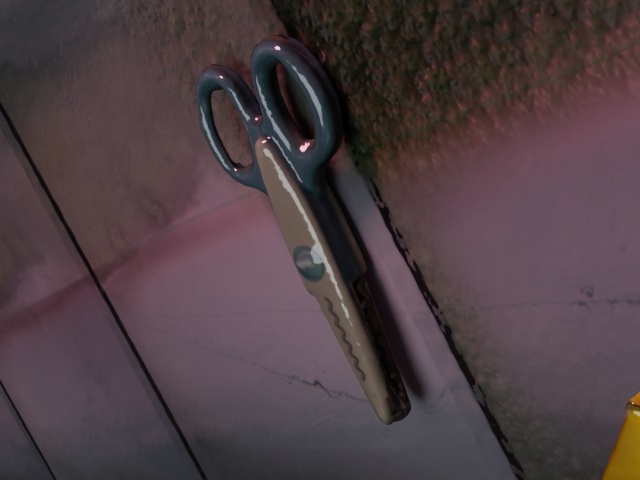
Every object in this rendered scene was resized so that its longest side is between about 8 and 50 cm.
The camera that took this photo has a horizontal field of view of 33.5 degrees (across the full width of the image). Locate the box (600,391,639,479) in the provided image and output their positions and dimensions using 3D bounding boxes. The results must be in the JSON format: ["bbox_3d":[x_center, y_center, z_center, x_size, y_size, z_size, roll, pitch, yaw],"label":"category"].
[{"bbox_3d":[0.199,0.146,0.505,0.097,0.168,0.265,38,139,31],"label":"box"}]

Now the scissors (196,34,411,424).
[{"bbox_3d":[0.000,0.000,0.754,0.138,0.041,0.289,-15,103,47],"label":"scissors"}]
